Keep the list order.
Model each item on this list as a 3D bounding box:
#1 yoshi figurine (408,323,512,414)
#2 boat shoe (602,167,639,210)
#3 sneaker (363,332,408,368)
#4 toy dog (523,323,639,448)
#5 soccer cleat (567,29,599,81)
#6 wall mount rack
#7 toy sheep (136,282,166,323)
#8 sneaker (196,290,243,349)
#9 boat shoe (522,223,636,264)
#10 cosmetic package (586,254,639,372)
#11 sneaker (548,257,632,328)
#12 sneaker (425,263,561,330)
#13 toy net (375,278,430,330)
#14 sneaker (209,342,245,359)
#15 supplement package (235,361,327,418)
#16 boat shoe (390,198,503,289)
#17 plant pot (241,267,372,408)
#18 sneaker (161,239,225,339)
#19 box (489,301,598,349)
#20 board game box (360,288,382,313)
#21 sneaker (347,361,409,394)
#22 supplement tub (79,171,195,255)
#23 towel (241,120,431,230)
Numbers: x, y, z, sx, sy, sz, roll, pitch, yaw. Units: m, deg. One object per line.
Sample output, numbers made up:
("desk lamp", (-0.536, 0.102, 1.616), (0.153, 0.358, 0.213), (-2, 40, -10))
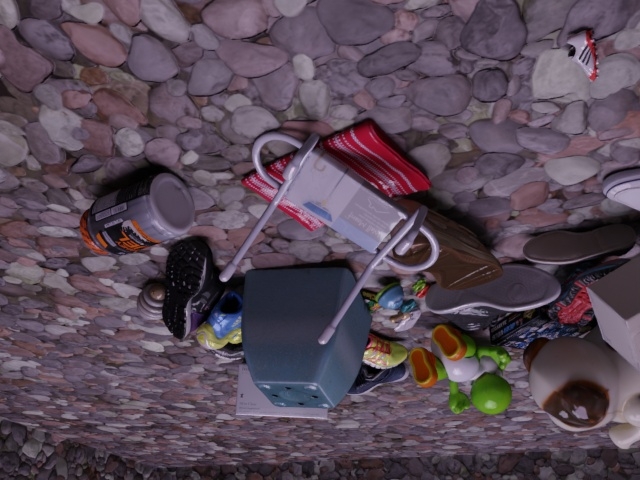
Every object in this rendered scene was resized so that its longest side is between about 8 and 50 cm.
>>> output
("yoshi figurine", (0.399, 0.357, 1.663), (0.204, 0.203, 0.362), (0, 161, 42))
("boat shoe", (0.593, -0.067, 1.069), (0.226, 0.075, 0.083), (4, 150, -5))
("sneaker", (0.144, 0.295, 1.733), (0.209, 0.081, 0.094), (8, 148, -10))
("toy dog", (0.665, 0.287, 1.403), (0.408, 0.284, 0.395), (-19, 132, -8))
("soccer cleat", (0.343, -0.239, 0.829), (0.036, 0.029, 0.083), (-4, 148, 28))
("wall mount rack", (0.000, 0.000, 1.023), (0.350, 0.130, 0.304), (34, 135, -2))
("toy sheep", (-0.390, 0.149, 1.494), (0.091, 0.091, 0.132), (17, 131, -24))
("sneaker", (-0.181, 0.172, 1.480), (0.240, 0.091, 0.126), (-23, 147, -60))
("boat shoe", (0.501, 0.020, 1.233), (0.206, 0.075, 0.065), (-10, 146, 11))
("cosmetic package", (0.652, 0.080, 1.128), (0.309, 0.113, 0.160), (-33, 124, 1))
("sneaker", (0.553, 0.080, 1.295), (0.104, 0.125, 0.262), (27, 153, 0))
("sneaker", (0.398, 0.131, 1.416), (0.296, 0.104, 0.147), (-12, 150, 33))
("toy net", (0.205, 0.149, 1.510), (0.122, 0.045, 0.232), (-36, 152, -3))
("sneaker", (-0.190, 0.284, 1.740), (0.234, 0.078, 0.106), (14, 146, -29))
("supplement package", (-0.111, 0.438, 1.879), (0.262, 0.145, 0.204), (3, 171, -3))
("boat shoe", (0.244, 0.010, 1.196), (0.122, 0.110, 0.341), (-26, 150, 28))
("plant pot", (-0.040, 0.232, 1.416), (0.247, 0.252, 0.248), (-2, 145, 18))
("sneaker", (-0.267, 0.089, 1.398), (0.124, 0.107, 0.283), (-27, 153, -41))
("box", (0.561, 0.219, 1.606), (0.175, 0.051, 0.220), (10, 150, -15))
("board game box", (0.038, 0.179, 1.585), (0.136, 0.030, 0.260), (14, 148, -25))
("sneaker", (0.131, 0.402, 1.900), (0.226, 0.086, 0.163), (-25, 153, 24))
("supplement tub", (-0.327, -0.041, 1.122), (0.190, 0.117, 0.117), (-17, 146, 30))
("towel", (0.028, -0.100, 1.088), (0.275, 0.031, 0.199), (-19, 144, 32))
